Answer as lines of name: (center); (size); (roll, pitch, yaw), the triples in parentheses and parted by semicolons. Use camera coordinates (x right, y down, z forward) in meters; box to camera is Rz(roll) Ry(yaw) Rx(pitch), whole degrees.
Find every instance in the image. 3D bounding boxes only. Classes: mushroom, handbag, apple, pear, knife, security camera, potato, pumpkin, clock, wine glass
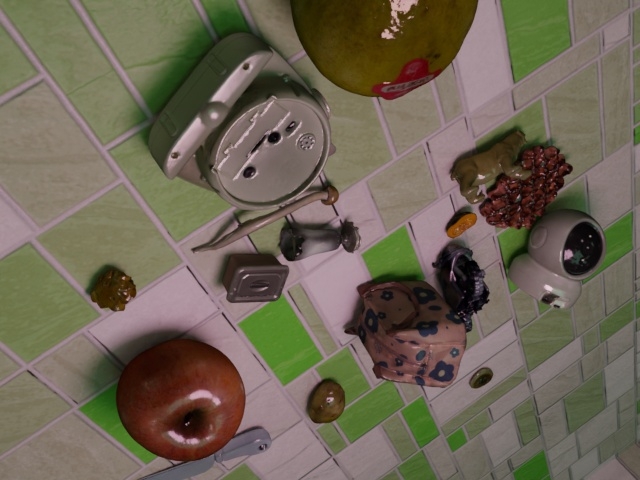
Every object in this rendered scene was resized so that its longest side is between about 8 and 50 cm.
mushroom: (-0.098, -0.040, 1.355); (0.306, 0.043, 0.068); (-24, 153, -17)
handbag: (0.187, 0.207, 1.615); (0.193, 0.251, 0.190); (1, 117, -23)
apple: (-0.277, 0.308, 1.409); (0.254, 0.253, 0.253); (-18, 132, -21)
pear: (0.096, -0.375, 1.035); (0.287, 0.287, 0.375); (-34, 168, -6)
knife: (-0.277, 0.535, 1.713); (0.331, 0.044, 0.080); (-18, 139, -13)
security camera: (0.605, 0.031, 1.793); (0.195, 0.194, 0.236); (10, 113, -39)
potato: (0.018, 0.413, 1.782); (0.092, 0.070, 0.137); (-12, 130, -25)
pumpkin: (0.324, -0.042, 1.654); (0.083, 0.028, 0.050); (-42, 135, 15)
clock: (-0.101, -0.172, 1.210); (0.265, 0.108, 0.324); (-51, 135, 10)
wine glass: (0.000, 0.000, 1.445); (0.155, 0.072, 0.072); (-7, 127, -31)

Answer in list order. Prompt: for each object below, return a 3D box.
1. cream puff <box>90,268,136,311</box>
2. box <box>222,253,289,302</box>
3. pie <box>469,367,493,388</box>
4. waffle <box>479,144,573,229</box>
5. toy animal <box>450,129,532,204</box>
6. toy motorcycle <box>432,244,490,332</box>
cream puff: (-0.369, 0.088, 1.281); (0.058, 0.083, 0.083); (-55, 149, -59)
box: (-0.133, 0.073, 1.417); (0.122, 0.062, 0.089); (0, 123, -35)
pie: (0.483, 0.415, 2.129); (0.084, 0.021, 0.084); (-17, 131, -21)
waffle: (0.490, -0.123, 1.685); (0.221, 0.055, 0.234); (7, 123, -38)
toy animal: (0.377, -0.165, 1.549); (0.219, 0.101, 0.103); (-27, 159, -5)
toy motorcycle: (0.339, 0.111, 1.722); (0.106, 0.159, 0.270); (-17, 148, -9)
